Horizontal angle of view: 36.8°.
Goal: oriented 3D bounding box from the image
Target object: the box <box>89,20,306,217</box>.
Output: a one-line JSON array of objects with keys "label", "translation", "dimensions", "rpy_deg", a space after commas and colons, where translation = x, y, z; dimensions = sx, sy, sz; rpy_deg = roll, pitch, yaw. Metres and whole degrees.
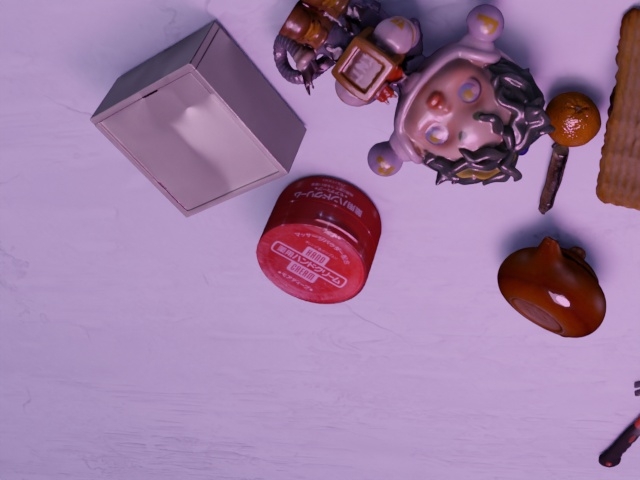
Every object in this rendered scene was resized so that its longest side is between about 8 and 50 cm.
[{"label": "box", "translation": [-0.183, -0.179, 1.471], "dimensions": [0.225, 0.117, 0.225], "rpy_deg": [-20, 125, 35]}]

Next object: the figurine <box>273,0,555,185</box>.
[{"label": "figurine", "translation": [0.131, -0.215, 1.276], "dimensions": [0.382, 0.186, 0.261], "rpy_deg": [34, 125, -6]}]

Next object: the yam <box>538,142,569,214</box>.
[{"label": "yam", "translation": [0.346, -0.092, 1.433], "dimensions": [0.027, 0.033, 0.129], "rpy_deg": [-9, 141, -9]}]

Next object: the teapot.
[{"label": "teapot", "translation": [0.384, 0.077, 1.528], "dimensions": [0.178, 0.135, 0.252], "rpy_deg": [32, 170, 39]}]

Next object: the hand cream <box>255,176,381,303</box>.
[{"label": "hand cream", "translation": [0.000, 0.000, 1.580], "dimensions": [0.193, 0.125, 0.193], "rpy_deg": [10, 137, 9]}]

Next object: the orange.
[{"label": "orange", "translation": [0.346, -0.167, 1.318], "dimensions": [0.085, 0.085, 0.085], "rpy_deg": [10, 136, 10]}]

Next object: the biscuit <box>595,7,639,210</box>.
[{"label": "biscuit", "translation": [0.432, -0.158, 1.187], "dimensions": [0.172, 0.029, 0.254], "rpy_deg": [19, 106, 50]}]

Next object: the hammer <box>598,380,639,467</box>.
[{"label": "hammer", "translation": [0.592, 0.344, 1.780], "dimensions": [0.111, 0.033, 0.287], "rpy_deg": [18, 138, 1]}]
